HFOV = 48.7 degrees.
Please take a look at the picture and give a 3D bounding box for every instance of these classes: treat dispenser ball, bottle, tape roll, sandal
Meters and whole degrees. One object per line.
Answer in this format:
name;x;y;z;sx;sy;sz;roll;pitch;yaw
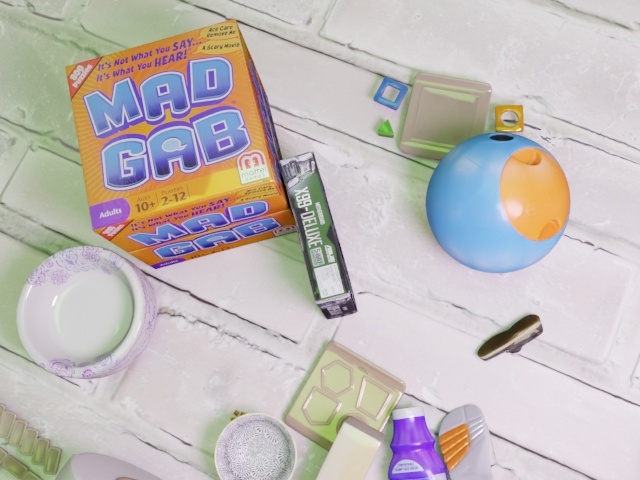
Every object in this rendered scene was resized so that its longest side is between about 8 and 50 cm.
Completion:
treat dispenser ball;0.360;-0.077;1.447;0.288;0.288;0.288;-1;76;6
bottle;0.196;0.479;1.418;0.118;0.092;0.282;-15;74;29
tape roll;-0.314;0.529;1.317;0.392;0.392;0.072;31;81;13
sandal;0.303;0.457;1.407;0.102;0.076;0.265;-21;41;19

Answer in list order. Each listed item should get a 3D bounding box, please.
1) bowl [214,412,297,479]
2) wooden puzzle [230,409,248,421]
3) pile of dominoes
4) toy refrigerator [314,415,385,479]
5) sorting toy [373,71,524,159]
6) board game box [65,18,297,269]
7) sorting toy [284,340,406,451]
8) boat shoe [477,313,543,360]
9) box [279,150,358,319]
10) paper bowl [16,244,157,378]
bowl;-0.130;0.442;1.473;0.170;0.080;0.170;0;81;2
wooden puzzle;-0.158;0.402;1.528;0.083;0.006;0.049;17;78;10
pile of dominoes;-0.702;0.483;1.563;0.251;0.040;0.196;35;81;5
toy refrigerator;0.035;0.499;1.415;0.094;0.102;0.269;26;88;12
sorting toy;0.291;-0.278;1.633;0.348;0.047;0.195;12;82;9
board game box;-0.275;-0.183;1.508;0.356;0.356;0.356;-15;75;3
sorting toy;0.053;0.348;1.507;0.193;0.038;0.208;29;85;12
boat shoe;0.404;0.215;1.490;0.152;0.056;0.049;-32;107;3
box;0.000;0.000;1.492;0.077;0.242;0.307;-16;74;2
paper bowl;-0.501;0.162;1.553;0.284;0.148;0.284;-1;75;5
